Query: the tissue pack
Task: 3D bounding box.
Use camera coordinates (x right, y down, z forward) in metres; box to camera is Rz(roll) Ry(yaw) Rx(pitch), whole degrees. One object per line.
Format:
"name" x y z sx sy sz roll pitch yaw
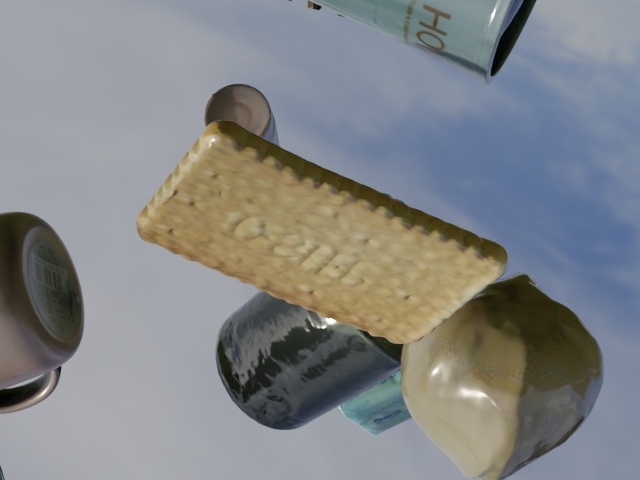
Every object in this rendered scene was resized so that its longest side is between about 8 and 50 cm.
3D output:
"tissue pack" 0.157 0.191 2.120 0.089 0.263 0.177 65 -170 26

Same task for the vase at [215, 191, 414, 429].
"vase" 0.009 0.103 1.832 0.245 0.291 0.245 25 -132 -31

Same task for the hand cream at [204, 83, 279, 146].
"hand cream" -0.098 -0.128 1.810 0.133 0.083 0.248 44 173 10

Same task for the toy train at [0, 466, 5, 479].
"toy train" -0.437 0.385 1.715 0.178 0.249 0.429 -19 -132 -13

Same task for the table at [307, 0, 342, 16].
"table" 0.001 -0.367 2.013 0.083 0.082 0.070 5 -163 -45

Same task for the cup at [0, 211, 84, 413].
"cup" -0.362 0.094 1.543 0.200 0.253 0.191 -15 -139 13

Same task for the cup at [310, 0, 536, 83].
"cup" 0.105 -0.360 1.590 0.311 0.257 0.331 25 -158 8

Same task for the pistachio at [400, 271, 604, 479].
"pistachio" 0.185 0.150 1.520 0.207 0.226 0.332 7 166 -4

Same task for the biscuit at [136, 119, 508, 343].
"biscuit" 0.000 -0.001 1.059 0.249 0.160 0.030 23 -127 -17
